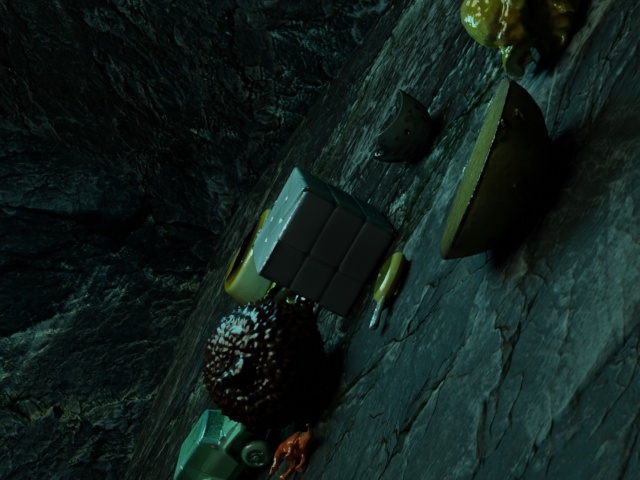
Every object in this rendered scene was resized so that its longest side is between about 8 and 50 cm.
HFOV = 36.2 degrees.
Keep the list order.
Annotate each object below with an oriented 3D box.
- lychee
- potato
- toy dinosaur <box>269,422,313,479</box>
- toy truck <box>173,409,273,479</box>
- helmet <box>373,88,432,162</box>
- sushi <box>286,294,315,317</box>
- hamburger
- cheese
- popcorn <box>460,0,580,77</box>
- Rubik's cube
[{"bbox_3d":[-0.113,0.250,1.980,0.264,0.264,0.300,-55,-17,28],"label":"lychee"},{"bbox_3d":[0.281,-0.098,1.518,0.239,0.116,0.299,-86,16,-74],"label":"potato"},{"bbox_3d":[-0.059,0.416,1.899,0.279,0.055,0.101,-50,8,47],"label":"toy dinosaur"},{"bbox_3d":[-0.209,0.462,2.146,0.278,0.156,0.155,-57,14,26],"label":"toy truck"},{"bbox_3d":[0.192,-0.242,2.195,0.177,0.107,0.153,95,-164,-72],"label":"helmet"},{"bbox_3d":[-0.075,0.209,2.302,0.226,0.097,0.103,-51,14,-22],"label":"sushi"},{"bbox_3d":[-0.132,0.062,2.640,0.300,0.176,0.300,-57,14,22],"label":"hamburger"},{"bbox_3d":[0.123,0.102,1.878,0.086,0.036,0.162,-46,19,53],"label":"cheese"},{"bbox_3d":[0.354,-0.419,1.743,0.191,0.190,0.253,125,164,-56],"label":"popcorn"},{"bbox_3d":[0.000,0.000,2.144,0.221,0.225,0.231,-61,14,10],"label":"Rubik's cube"}]
